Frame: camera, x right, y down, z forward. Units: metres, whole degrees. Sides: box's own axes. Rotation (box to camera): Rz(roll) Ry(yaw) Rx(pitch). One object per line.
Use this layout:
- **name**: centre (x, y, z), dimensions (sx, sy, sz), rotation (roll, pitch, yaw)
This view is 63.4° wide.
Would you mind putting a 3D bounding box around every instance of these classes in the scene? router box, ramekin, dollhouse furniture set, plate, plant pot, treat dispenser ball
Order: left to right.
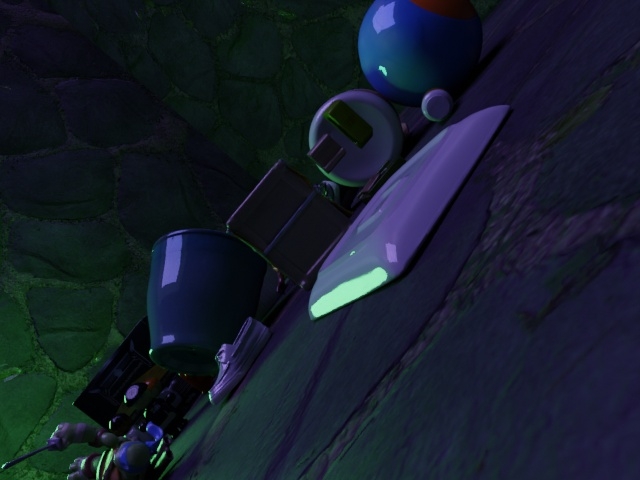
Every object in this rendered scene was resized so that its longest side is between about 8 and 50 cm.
- **router box**: centre (-0.463, 0.386, 1.385), dimensions (0.309, 0.243, 0.081), rotation (-49, 5, 8)
- **plant pot**: centre (-0.267, 0.155, 1.164), dimensions (0.271, 0.272, 0.255), rotation (-45, 34, 48)
- **ramekin**: centre (-0.190, 0.156, 1.445), dimensions (0.207, 0.109, 0.207), rotation (-50, 4, 5)
- **dollhouse furniture set**: centre (-0.002, -0.079, 0.961), dimensions (0.301, 0.197, 0.151), rotation (-49, 6, 1)
- **plate**: centre (0.092, -0.034, 0.666), dimensions (0.277, 0.045, 0.278), rotation (-53, 5, -26)
- **treat dispenser ball**: centre (0.233, -0.462, 1.224), dimensions (0.288, 0.288, 0.288), rotation (-50, 5, 5)

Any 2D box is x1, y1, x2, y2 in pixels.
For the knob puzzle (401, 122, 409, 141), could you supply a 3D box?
- **knob puzzle**: centre (0.207, -0.273, 1.545), dimensions (0.213, 0.030, 0.213), rotation (-48, 19, 22)

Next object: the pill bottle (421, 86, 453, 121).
- **pill bottle**: centre (0.244, -0.283, 1.080), dimensions (0.065, 0.065, 0.116), rotation (-48, 5, 22)

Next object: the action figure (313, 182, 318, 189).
- **action figure**: centre (-0.075, -0.081, 1.735), dimensions (0.341, 0.178, 0.330), rotation (-32, -5, 32)

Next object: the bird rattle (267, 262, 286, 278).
- **bird rattle**: centre (-0.196, 0.159, 1.712), dimensions (0.253, 0.143, 0.207), rotation (-62, -9, 9)

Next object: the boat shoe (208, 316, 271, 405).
- **boat shoe**: centre (-0.155, 0.211, 0.938), dimensions (0.066, 0.063, 0.184), rotation (-45, 7, 49)

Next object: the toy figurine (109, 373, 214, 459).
- **toy figurine**: centre (-0.381, 0.380, 1.222), dimensions (0.209, 0.148, 0.213), rotation (-47, 6, 33)

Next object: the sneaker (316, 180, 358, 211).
- **sneaker**: centre (0.031, -0.079, 1.440), dimensions (0.108, 0.100, 0.271), rotation (-16, -18, -23)

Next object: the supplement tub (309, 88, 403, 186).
- **supplement tub**: centre (0.100, -0.278, 1.360), dimensions (0.228, 0.228, 0.316), rotation (-49, 6, 18)

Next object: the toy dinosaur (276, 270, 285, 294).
- **toy dinosaur**: centre (-0.079, -0.005, 1.328), dimensions (0.200, 0.127, 0.295), rotation (-46, 21, 28)

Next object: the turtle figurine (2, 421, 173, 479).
- **turtle figurine**: centre (-0.402, 0.415, 0.859), dimensions (0.274, 0.198, 0.266), rotation (-49, -1, -43)
